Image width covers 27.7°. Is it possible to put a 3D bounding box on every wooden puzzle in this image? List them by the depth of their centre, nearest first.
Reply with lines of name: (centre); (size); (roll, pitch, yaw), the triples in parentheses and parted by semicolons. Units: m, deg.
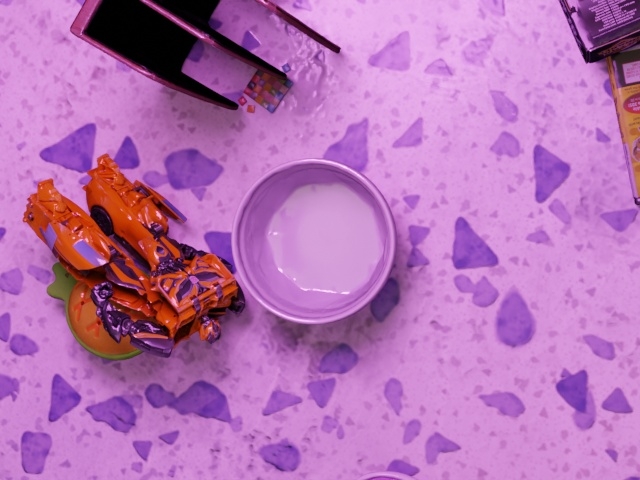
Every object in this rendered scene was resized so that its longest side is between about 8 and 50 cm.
wooden puzzle: (-0.069, -0.200, 1.704); (0.049, 0.006, 0.083); (36, 98, 8)

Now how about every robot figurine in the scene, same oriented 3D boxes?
robot figurine: (-0.229, 0.021, 1.647); (0.291, 0.211, 0.085); (41, 133, 18)

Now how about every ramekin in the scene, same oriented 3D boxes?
ramekin: (0.000, 0.000, 1.644); (0.207, 0.109, 0.207); (0, 92, 12)

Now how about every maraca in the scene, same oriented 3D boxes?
maraca: (-0.281, 0.079, 1.709); (0.127, 0.099, 0.185); (-39, 65, -15)

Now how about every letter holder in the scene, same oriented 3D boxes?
letter holder: (-0.119, -0.238, 1.556); (0.214, 0.302, 0.152); (33, 97, 13)

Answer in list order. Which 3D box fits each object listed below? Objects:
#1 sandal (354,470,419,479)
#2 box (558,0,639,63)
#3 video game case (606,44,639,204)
sandal: (0.135, 0.493, 1.633); (0.169, 0.102, 0.416); (-18, 88, 11)
box: (0.400, -0.403, 1.556); (0.295, 0.073, 0.293); (-23, 78, 9)
video game case: (0.496, -0.190, 1.580); (0.274, 0.035, 0.248); (-11, 89, 10)
